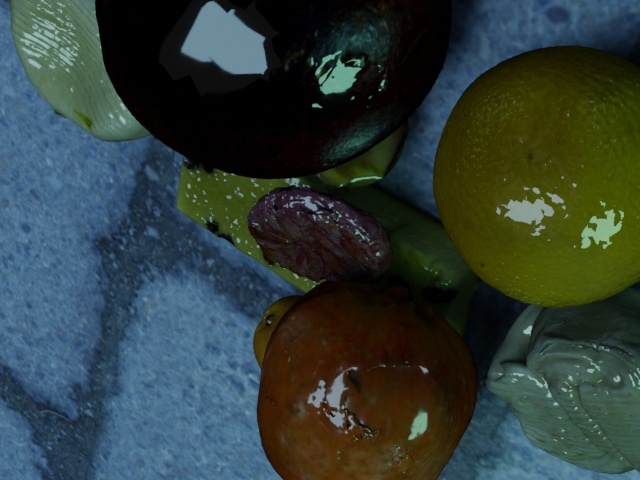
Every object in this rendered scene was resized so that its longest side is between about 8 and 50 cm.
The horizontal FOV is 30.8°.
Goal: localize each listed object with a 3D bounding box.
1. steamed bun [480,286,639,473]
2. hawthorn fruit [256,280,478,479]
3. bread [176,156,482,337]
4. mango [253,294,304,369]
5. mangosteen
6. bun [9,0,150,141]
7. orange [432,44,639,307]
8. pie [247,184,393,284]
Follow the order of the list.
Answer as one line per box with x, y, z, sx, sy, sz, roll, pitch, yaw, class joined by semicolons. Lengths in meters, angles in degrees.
0.270;0.117;1.080;0.211;0.144;0.218;0;143;46;steamed bun
0.032;0.178;1.125;0.211;0.211;0.299;28;116;23;hawthorn fruit
0.004;-0.010;1.253;0.361;0.077;0.138;32;129;20;bread
0.027;0.142;1.288;0.219;0.112;0.145;28;166;10;mango
-0.039;-0.189;1.047;0.330;0.330;0.330;17;122;30;mangosteen
-0.227;-0.235;1.259;0.259;0.160;0.259;31;142;28;bun
0.202;-0.053;0.972;0.236;0.236;0.236;17;122;30;orange
0.000;0.000;1.146;0.155;0.036;0.154;19;151;11;pie
